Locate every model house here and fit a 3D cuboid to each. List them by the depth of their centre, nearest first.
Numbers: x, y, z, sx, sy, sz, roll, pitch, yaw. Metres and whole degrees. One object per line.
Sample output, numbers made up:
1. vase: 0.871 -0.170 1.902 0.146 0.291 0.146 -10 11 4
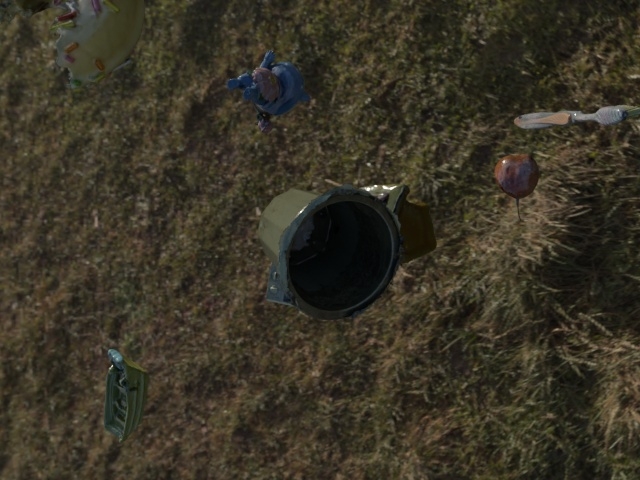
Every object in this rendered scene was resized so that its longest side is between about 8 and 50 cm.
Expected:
1. model house: 0.157 -0.023 1.670 0.268 0.239 0.173 -1 75 42

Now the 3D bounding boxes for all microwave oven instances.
1. microwave oven: -0.006 0.125 1.896 0.241 0.194 0.145 10 96 20

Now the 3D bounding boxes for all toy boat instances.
1. toy boat: -0.517 0.404 1.737 0.111 0.084 0.276 29 122 32

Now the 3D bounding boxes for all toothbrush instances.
1. toothbrush: 0.392 -0.198 1.061 0.375 0.037 0.028 -132 29 -79

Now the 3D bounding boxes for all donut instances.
1. donut: -0.528 -0.494 1.317 0.371 0.150 0.307 30 74 9

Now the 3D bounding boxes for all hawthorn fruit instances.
1. hawthorn fruit: 0.296 -0.081 0.991 0.067 0.067 0.103 -3 71 42

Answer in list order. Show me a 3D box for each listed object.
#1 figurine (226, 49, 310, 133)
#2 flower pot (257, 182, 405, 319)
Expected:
1. figurine: -0.115 -0.296 1.325 0.114 0.178 0.144 50 125 16
2. flower pot: 0.000 0.000 1.405 0.259 0.291 0.290 34 114 60
